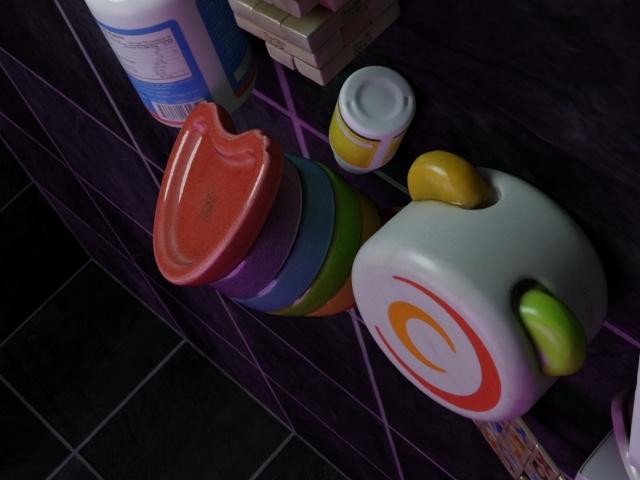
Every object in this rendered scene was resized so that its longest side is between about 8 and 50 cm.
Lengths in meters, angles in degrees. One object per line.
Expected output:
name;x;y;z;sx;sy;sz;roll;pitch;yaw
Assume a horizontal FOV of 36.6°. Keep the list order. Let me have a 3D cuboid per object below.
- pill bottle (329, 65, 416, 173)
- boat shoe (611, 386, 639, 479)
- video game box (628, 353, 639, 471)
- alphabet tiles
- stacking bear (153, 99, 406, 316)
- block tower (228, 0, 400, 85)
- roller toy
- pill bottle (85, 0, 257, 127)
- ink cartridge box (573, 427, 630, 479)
pill bottle;0.041;-0.099;0.844;0.065;0.065;0.116;42;163;7
boat shoe;0.361;0.250;0.798;0.096;0.117;0.324;-49;56;42
video game box;0.221;0.008;0.433;0.048;0.205;0.187;38;163;34
alphabet tiles;0.217;0.227;1.126;0.237;0.009;0.198;55;170;24
stacking bear;0.000;0.000;0.944;0.289;0.164;0.175;19;-170;-36
block tower;-0.038;-0.251;0.607;0.091;0.097;0.335;33;160;32
roller toy;0.135;0.040;0.822;0.209;0.146;0.191;42;153;15
pill bottle;-0.145;-0.218;0.895;0.124;0.124;0.221;34;160;32
ink cartridge box;0.349;0.292;1.035;0.154;0.093;0.212;38;161;22
